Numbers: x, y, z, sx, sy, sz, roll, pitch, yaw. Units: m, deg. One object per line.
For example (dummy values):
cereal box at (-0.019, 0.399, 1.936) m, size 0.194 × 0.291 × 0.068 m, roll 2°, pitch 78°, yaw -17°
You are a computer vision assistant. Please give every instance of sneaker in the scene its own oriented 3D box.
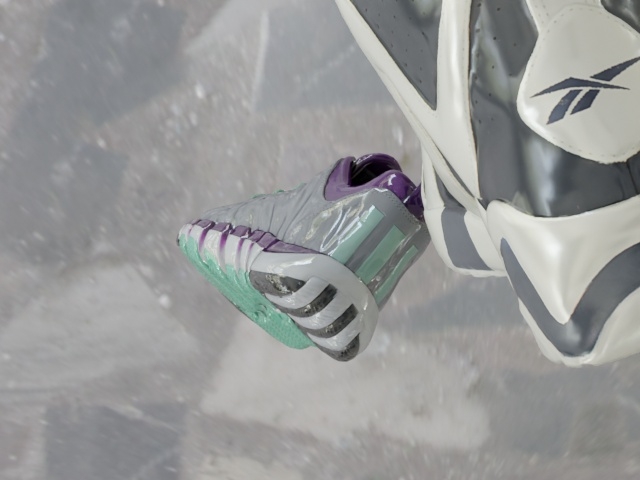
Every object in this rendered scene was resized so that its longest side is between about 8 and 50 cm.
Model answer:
sneaker at (0.057, -0.065, 0.531) m, size 0.094 × 0.235 × 0.153 m, roll -19°, pitch 102°, yaw 6°
sneaker at (0.000, 0.000, 0.901) m, size 0.098 × 0.224 × 0.083 m, roll -48°, pitch 109°, yaw -9°
